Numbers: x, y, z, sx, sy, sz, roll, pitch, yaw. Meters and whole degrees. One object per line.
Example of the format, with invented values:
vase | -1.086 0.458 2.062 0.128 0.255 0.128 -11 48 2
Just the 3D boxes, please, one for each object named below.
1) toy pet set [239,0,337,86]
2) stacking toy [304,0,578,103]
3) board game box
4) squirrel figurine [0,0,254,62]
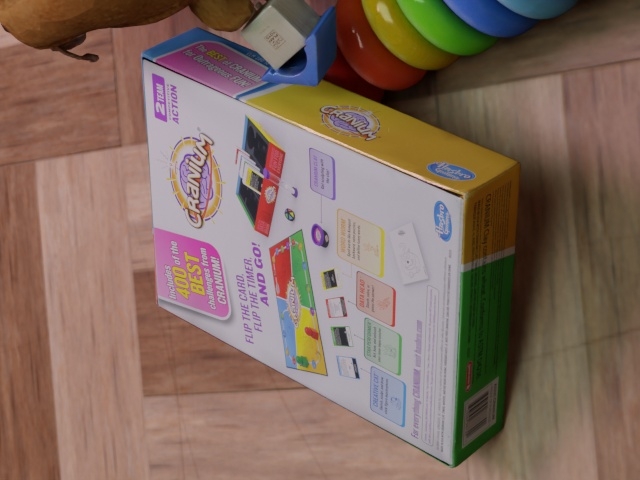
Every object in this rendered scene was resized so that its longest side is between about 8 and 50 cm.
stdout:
toy pet set | -0.001 -0.167 1.279 0.065 0.114 0.122 43 130 -12
stacking toy | 0.090 -0.182 1.293 0.330 0.141 0.141 -32 73 41
board game box | 0.000 0.000 1.335 0.316 0.064 0.242 26 132 33
squirrel figurine | -0.132 -0.316 1.309 0.397 0.281 0.370 -33 36 6
